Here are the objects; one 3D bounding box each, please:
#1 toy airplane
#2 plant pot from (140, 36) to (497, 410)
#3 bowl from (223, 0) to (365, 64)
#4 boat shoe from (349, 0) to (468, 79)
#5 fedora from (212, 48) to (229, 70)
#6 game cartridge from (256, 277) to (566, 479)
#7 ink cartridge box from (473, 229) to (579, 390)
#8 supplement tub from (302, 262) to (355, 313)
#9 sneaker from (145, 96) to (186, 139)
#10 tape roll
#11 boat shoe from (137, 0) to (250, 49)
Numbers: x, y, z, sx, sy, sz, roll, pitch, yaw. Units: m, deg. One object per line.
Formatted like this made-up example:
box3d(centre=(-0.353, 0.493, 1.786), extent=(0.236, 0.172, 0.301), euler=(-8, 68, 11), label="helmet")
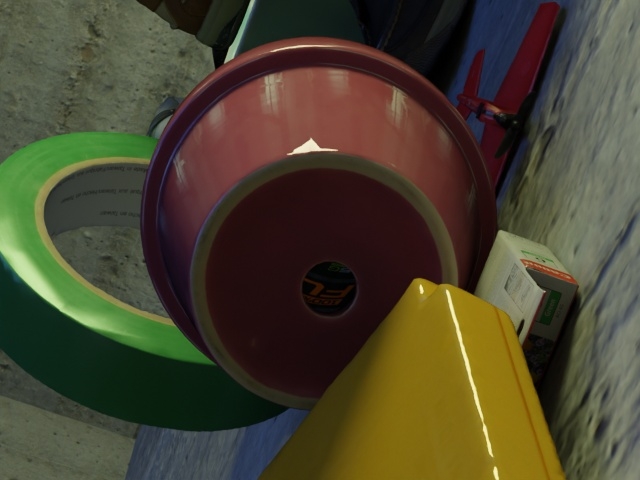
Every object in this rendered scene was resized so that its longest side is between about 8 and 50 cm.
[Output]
box3d(centre=(0.105, -0.081, 0.929), extent=(0.151, 0.028, 0.151), euler=(-162, 90, -83), label="toy airplane")
box3d(centre=(0.000, 0.000, 0.796), extent=(0.180, 0.201, 0.201), euler=(-96, 26, -78), label="plant pot")
box3d(centre=(0.010, -0.234, 1.519), extent=(0.311, 0.163, 0.312), euler=(-160, 90, -84), label="bowl")
box3d(centre=(0.057, -0.242, 1.307), extent=(0.355, 0.130, 0.132), euler=(-79, 11, -49), label="boat shoe")
box3d(centre=(-0.061, -0.331, 1.795), extent=(0.334, 0.152, 0.334), euler=(-36, -39, -35), label="fedora")
box3d(centre=(-0.007, 0.201, 0.617), extent=(0.324, 0.052, 0.285), euler=(-53, 21, 23), label="game cartridge")
box3d(centre=(0.093, 0.040, 0.701), extent=(0.115, 0.029, 0.063), euler=(-106, 35, -76), label="ink cartridge box")
box3d(centre=(0.003, -0.009, 1.160), extent=(0.190, 0.117, 0.117), euler=(118, 169, -55), label="supplement tub")
box3d(centre=(-0.093, -0.026, 1.521), extent=(0.111, 0.129, 0.297), euler=(-63, -32, -36), label="sneaker")
box3d(centre=(-0.138, 0.027, 1.300), extent=(0.321, 0.321, 0.077), euler=(-82, 13, -57), label="tape roll")
box3d(centre=(-0.088, -0.316, 1.347), extent=(0.122, 0.120, 0.324), euler=(-82, 14, -52), label="boat shoe")
